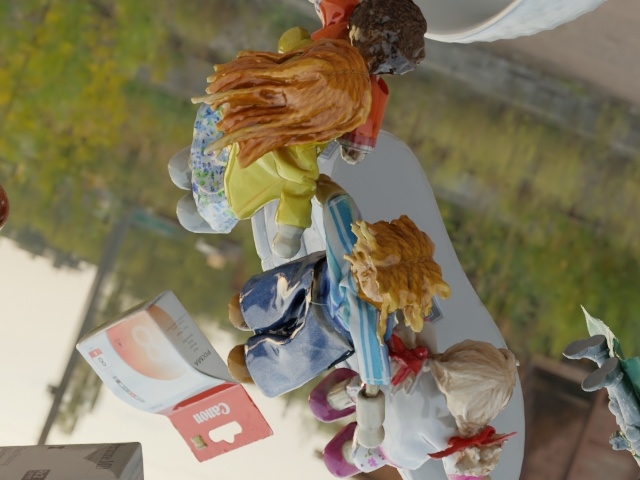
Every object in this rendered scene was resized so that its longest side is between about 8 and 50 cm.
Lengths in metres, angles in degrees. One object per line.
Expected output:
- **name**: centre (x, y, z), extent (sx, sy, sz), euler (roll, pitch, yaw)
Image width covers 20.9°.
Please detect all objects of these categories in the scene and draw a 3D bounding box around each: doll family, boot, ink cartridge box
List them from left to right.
- **ink cartridge box**: centre (-0.147, 0.147, 1.720), extent (0.145, 0.045, 0.179), euler (-27, 99, 49)
- **doll family**: centre (0.000, 0.000, 0.800), extent (0.118, 0.263, 0.163), euler (-9, 168, -31)
- **boot**: centre (0.037, 0.049, 1.068), extent (0.095, 0.258, 0.123), euler (-24, -167, -25)

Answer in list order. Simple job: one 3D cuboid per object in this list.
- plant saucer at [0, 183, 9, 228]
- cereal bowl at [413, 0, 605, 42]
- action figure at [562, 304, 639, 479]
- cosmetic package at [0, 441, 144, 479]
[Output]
- **plant saucer**: centre (-0.259, -0.031, 1.215), extent (0.083, 0.013, 0.083), euler (24, -146, -18)
- **cereal bowl**: centre (0.132, -0.290, 1.039), extent (0.141, 0.339, 0.339), euler (-5, -169, -26)
- **action figure**: centre (0.273, 0.172, 1.411), extent (0.232, 0.063, 0.137), euler (55, -171, -28)
- **cosmetic package**: centre (-0.249, 0.265, 1.509), extent (0.183, 0.151, 0.151), euler (-3, -174, 1)
